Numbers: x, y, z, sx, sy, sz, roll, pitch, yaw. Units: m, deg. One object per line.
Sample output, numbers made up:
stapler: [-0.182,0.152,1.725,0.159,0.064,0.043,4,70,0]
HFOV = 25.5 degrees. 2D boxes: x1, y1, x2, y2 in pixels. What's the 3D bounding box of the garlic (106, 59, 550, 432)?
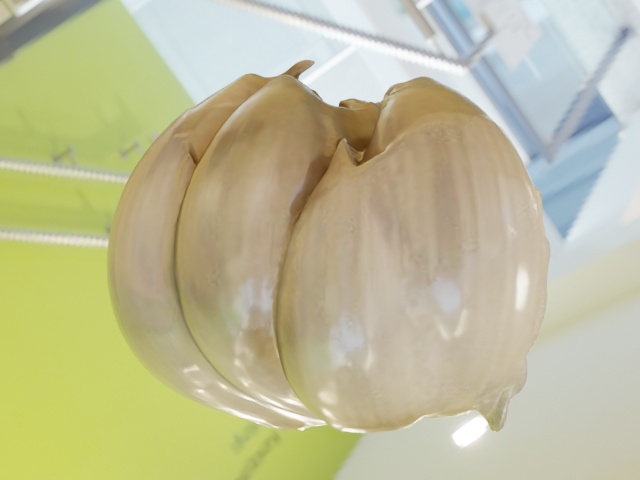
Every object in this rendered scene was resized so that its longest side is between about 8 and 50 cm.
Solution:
garlic: [-0.017,0.000,0.752,0.184,0.203,0.281,2,175,-17]
